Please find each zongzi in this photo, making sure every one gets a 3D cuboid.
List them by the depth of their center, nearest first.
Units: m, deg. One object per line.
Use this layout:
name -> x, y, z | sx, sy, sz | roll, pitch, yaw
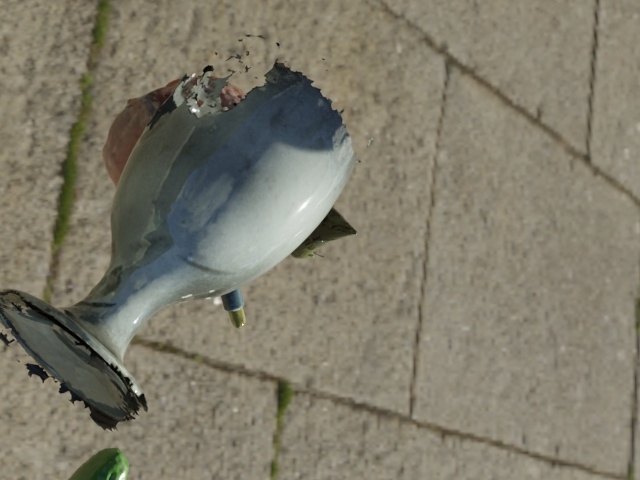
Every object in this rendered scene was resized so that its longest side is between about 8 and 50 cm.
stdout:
zongzi -> 0.000, 0.000, 1.627 | 0.055, 0.119, 0.109 | -4, 126, -37

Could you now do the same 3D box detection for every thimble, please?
thimble -> -0.174, -0.107, 1.613 | 0.239, 0.239, 0.162 | 15, 38, -51

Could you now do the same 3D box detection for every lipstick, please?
lipstick -> -0.108, 0.046, 1.341 | 0.037, 0.037, 0.116 | -31, 113, -49

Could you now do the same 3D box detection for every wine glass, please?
wine glass -> -0.122, -0.012, 1.046 | 0.357, 0.190, 0.190 | -53, 127, -23

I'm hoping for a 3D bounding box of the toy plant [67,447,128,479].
toy plant -> -0.461, 0.488, 1.738 | 0.356, 0.210, 0.317 | -6, 126, -42
